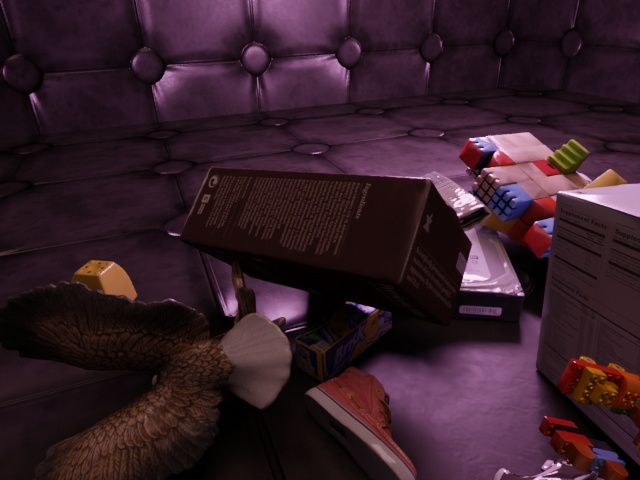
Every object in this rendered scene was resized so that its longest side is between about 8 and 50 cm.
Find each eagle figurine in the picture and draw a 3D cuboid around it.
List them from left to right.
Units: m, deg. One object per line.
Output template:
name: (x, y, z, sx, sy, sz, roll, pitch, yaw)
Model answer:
eagle figurine: (-0.196, 0.162, 0.532, 0.298, 0.225, 0.226, -8, 36, -35)

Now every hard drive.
hard drive: (0.236, 0.027, 0.892, 0.237, 0.064, 0.339, 3, 27, 9)

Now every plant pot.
plant pot: (-0.387, 0.081, 0.798, 0.081, 0.083, 0.081, 3, 27, 10)

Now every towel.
towel: (0.133, -0.027, 0.889, 0.312, 0.056, 0.324, -23, 19, 6)

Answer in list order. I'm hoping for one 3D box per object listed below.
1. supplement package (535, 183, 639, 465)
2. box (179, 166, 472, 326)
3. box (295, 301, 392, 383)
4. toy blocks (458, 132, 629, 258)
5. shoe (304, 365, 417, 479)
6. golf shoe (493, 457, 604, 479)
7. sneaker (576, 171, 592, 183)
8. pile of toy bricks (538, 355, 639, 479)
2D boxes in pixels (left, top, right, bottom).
supplement package: (0.413, 0.080, 0.532, 0.199, 0.262, 0.198, -6, 19, -8)
box: (0.000, 0.000, 0.668, 0.382, 0.191, 0.143, 7, 71, 36)
box: (0.040, 0.139, 0.687, 0.054, 0.059, 0.169, 20, 34, 39)
toy blocks: (0.411, -0.089, 0.919, 0.261, 0.190, 0.381, -11, 52, -28)
shoe: (0.062, 0.214, 0.535, 0.081, 0.063, 0.178, -25, 31, -29)
golf shoe: (0.269, 0.250, 0.442, 0.198, 0.077, 0.094, -2, 27, -3)
sneaker: (0.567, -0.132, 1.134, 0.153, 0.101, 0.268, -5, 30, -11)
pile of toy bricks: (0.312, 0.181, 0.391, 0.212, 0.118, 0.105, 14, 17, -9)
